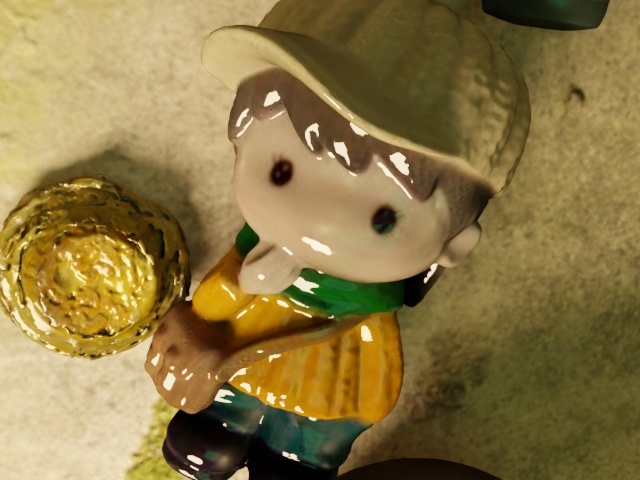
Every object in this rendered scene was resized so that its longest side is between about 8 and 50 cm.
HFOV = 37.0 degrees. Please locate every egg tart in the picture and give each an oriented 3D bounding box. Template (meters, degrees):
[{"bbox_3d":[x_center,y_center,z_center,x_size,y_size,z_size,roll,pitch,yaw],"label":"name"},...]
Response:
[{"bbox_3d":[-0.147,0.019,0.615,0.130,0.052,0.130,-4,106,-13],"label":"egg tart"}]

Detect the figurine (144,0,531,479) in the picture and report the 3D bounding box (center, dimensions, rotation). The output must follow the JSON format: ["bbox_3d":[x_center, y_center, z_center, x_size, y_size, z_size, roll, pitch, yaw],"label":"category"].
[{"bbox_3d":[0.006,-0.003,0.604,0.185,0.204,0.332,22,121,9],"label":"figurine"}]

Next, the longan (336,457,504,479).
[{"bbox_3d":[0.059,0.270,0.643,0.258,0.258,0.258,-5,106,-16],"label":"longan"}]

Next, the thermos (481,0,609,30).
[{"bbox_3d":[0.168,-0.276,0.591,0.182,0.145,0.286,-11,114,-50],"label":"thermos"}]
